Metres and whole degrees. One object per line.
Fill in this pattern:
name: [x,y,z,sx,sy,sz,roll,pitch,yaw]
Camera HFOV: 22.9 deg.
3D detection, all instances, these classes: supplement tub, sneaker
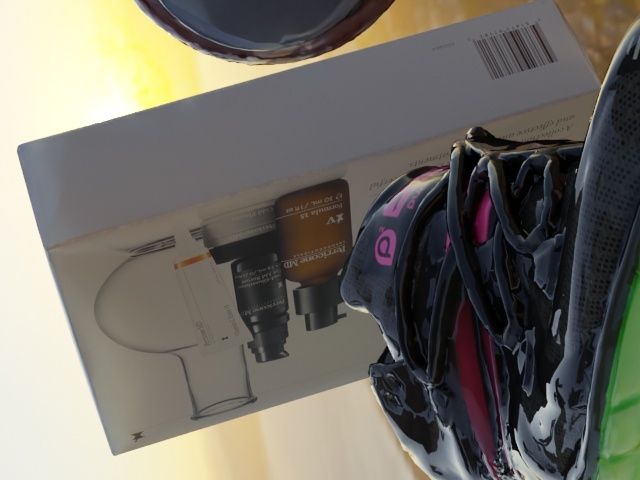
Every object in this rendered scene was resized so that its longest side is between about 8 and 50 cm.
supplement tub: [-0.018,-0.120,0.524,0.198,0.106,0.106,-90,-9,-69]
sneaker: [0.101,0.033,0.748,0.202,0.185,0.483,36,156,11]

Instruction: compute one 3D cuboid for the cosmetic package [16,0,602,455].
cosmetic package: [0.000,0.000,1.131,0.284,0.377,0.097,86,165,-57]
